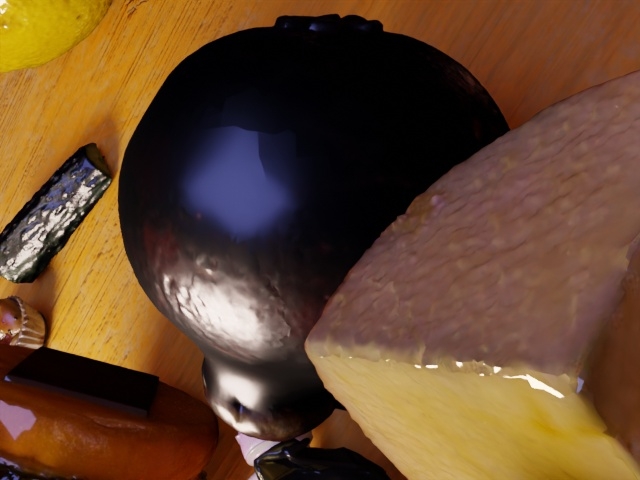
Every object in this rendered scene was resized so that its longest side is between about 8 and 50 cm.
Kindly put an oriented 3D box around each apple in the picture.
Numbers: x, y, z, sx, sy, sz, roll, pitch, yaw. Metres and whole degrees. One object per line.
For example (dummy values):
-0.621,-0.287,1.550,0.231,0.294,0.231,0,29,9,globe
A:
0.185,0.096,0.499,0.314,0.309,0.252,-37,26,19,apple

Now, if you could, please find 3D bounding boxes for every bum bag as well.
0.053,0.226,0.698,0.232,0.106,0.060,42,120,25,bum bag

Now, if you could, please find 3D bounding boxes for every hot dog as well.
-0.425,0.184,1.236,0.131,0.069,0.253,41,109,43,hot dog

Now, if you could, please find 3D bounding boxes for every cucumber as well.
-0.345,-0.038,1.205,0.211,0.062,0.078,-47,52,29,cucumber

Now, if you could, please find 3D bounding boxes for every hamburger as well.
-0.242,0.232,0.903,0.291,0.291,0.225,19,90,46,hamburger

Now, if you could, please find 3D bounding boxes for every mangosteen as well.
-0.010,-0.009,0.699,0.297,0.297,0.313,32,96,44,mangosteen

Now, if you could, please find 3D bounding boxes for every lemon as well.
-0.381,-0.336,1.177,0.320,0.245,0.245,-26,64,46,lemon

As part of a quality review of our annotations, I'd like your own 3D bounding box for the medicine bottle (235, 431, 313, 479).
-0.007,0.244,0.797,0.115,0.078,0.219,-45,54,30,medicine bottle
